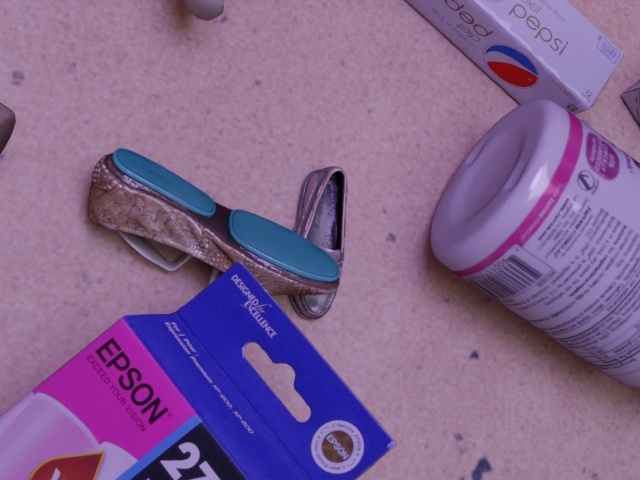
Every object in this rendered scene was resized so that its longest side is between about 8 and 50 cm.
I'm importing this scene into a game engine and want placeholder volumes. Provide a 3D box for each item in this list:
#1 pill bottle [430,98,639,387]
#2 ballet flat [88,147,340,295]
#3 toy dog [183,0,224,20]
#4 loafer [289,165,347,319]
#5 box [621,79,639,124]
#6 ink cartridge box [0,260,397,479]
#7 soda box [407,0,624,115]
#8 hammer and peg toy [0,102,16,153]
[{"bbox_3d":[0.247,0.022,1.039,0.283,0.160,0.160,34,70,-15],"label":"pill bottle"},{"bbox_3d":[-0.085,0.002,0.957,0.206,0.073,0.067,29,114,-9],"label":"ballet flat"},{"bbox_3d":[-0.208,-0.404,0.862,0.408,0.284,0.395,14,62,-20],"label":"toy dog"},{"bbox_3d":[0.000,0.000,1.003,0.045,0.039,0.125,10,77,-21],"label":"loafer"},{"bbox_3d":[0.410,-0.060,1.159,0.113,0.094,0.275,-35,95,-24],"label":"box"},{"bbox_3d":[-0.148,0.182,0.804,0.371,0.069,0.175,-39,70,-8],"label":"ink cartridge box"},{"bbox_3d":[0.156,-0.199,1.086,0.216,0.074,0.069,41,68,-11],"label":"soda box"},{"bbox_3d":[-0.346,-0.002,0.738,0.127,0.266,0.361,33,70,5],"label":"hammer and peg toy"}]
